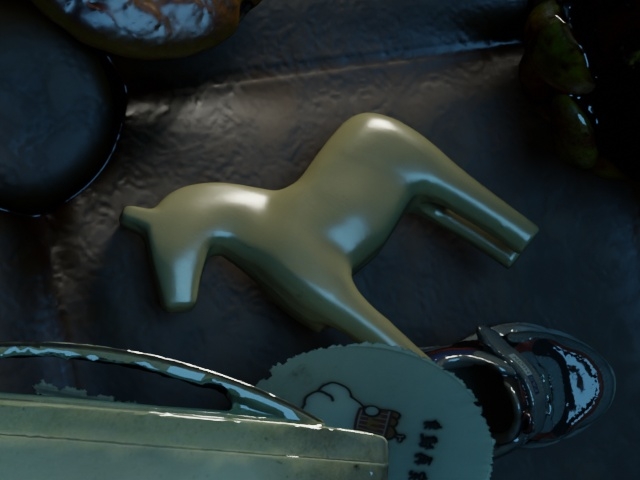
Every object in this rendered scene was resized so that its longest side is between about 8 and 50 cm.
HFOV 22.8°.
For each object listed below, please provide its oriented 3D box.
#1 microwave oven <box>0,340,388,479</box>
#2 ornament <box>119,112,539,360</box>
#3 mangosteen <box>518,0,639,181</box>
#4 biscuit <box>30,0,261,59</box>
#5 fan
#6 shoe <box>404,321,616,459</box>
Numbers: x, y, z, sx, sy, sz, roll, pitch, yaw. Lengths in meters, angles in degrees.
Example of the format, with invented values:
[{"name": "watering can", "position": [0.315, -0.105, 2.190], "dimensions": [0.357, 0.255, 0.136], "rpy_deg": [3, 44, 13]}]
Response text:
[{"name": "microwave oven", "position": [-0.179, 0.248, 0.918], "dimensions": [0.394, 0.247, 0.333], "rpy_deg": [6, 70, -12]}, {"name": "ornament", "position": [0.000, 0.000, 1.156], "dimensions": [0.245, 0.061, 0.230], "rpy_deg": [37, 65, 6]}, {"name": "mangosteen", "position": [0.262, -0.131, 1.231], "dimensions": [0.210, 0.210, 0.210], "rpy_deg": [3, 82, -23]}, {"name": "biscuit", "position": [-0.129, -0.233, 1.155], "dimensions": [0.212, 0.036, 0.212], "rpy_deg": [3, 82, -22]}, {"name": "fan", "position": [-0.039, 0.132, 1.114], "dimensions": [0.329, 0.191, 0.009], "rpy_deg": [10, 35, -3]}, {"name": "shoe", "position": [0.133, 0.111, 1.177], "dimensions": [0.227, 0.125, 0.099], "rpy_deg": [-7, 84, -22]}]
